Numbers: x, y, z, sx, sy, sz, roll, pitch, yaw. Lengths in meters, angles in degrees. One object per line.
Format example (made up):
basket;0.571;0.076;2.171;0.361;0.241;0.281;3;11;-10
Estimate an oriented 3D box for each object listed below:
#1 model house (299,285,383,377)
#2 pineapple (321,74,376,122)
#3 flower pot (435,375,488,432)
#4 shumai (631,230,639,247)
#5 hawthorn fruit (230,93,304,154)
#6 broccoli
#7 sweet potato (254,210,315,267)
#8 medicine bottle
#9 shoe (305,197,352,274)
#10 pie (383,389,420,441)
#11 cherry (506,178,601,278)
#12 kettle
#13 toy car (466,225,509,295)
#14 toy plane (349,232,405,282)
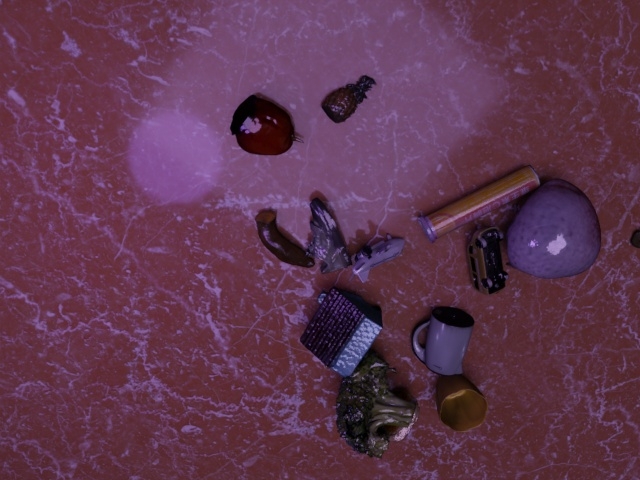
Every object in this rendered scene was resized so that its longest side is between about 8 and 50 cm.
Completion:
model house;0.062;0.326;1.898;0.248;0.230;0.281;32;102;-1
pineapple;0.100;-0.482;1.691;0.197;0.108;0.108;-41;105;-1
flower pot;0.546;0.630;2.018;0.195;0.179;0.195;-1;107;-2
shumai;1.226;-0.004;1.896;0.080;0.082;0.083;-13;146;-32
hawthorn fruit;-0.173;-0.372;1.678;0.251;0.189;0.190;9;108;-19
broccoli;0.186;0.634;1.934;0.338;0.317;0.277;-36;149;-24
sweet potato;-0.134;0.012;1.847;0.112;0.085;0.286;-45;104;7
medicine bottle;0.565;-0.134;1.807;0.425;0.108;0.108;-28;107;7
shoe;-0.001;-0.001;1.827;0.149;0.109;0.293;-29;111;-1
pie;0.310;0.706;2.038;0.084;0.179;0.205;30;98;-16
cherry;0.796;-0.021;1.753;0.326;0.291;0.335;-25;119;-10
kettle;0.464;0.389;1.963;0.221;0.161;0.237;15;112;23
toy car;0.605;0.067;1.862;0.101;0.124;0.257;-20;109;-19
toy plane;0.206;0.052;1.839;0.255;0.251;0.101;-35;80;-24
